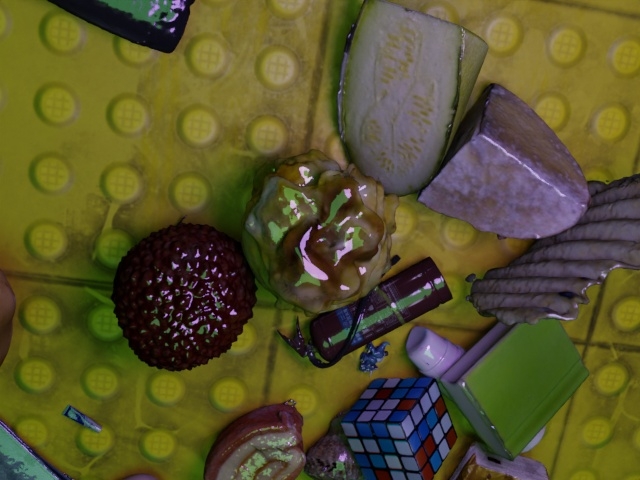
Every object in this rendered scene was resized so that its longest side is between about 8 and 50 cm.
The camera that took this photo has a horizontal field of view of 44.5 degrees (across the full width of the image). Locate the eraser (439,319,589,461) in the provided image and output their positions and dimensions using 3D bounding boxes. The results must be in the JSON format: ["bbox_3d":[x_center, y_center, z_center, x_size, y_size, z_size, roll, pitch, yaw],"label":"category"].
[{"bbox_3d":[0.391,0.274,1.551,0.274,0.092,0.210,-40,102,-27],"label":"eraser"}]

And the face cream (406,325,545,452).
[{"bbox_3d":[0.316,0.305,1.614,0.345,0.102,0.102,39,98,-16],"label":"face cream"}]

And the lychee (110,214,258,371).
[{"bbox_3d":[-0.245,0.092,1.422,0.264,0.300,0.264,-4,146,-3],"label":"lychee"}]

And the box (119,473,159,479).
[{"bbox_3d":[-0.400,0.570,1.613,0.200,0.088,0.146,-33,105,4],"label":"box"}]

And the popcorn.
[{"bbox_3d":[0.004,-0.009,1.397,0.311,0.312,0.313,-2,106,-6],"label":"popcorn"}]

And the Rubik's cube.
[{"bbox_3d":[0.159,0.379,1.561,0.151,0.154,0.155,-8,111,37],"label":"Rubik's cube"}]

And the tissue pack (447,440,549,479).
[{"bbox_3d":[0.357,0.550,1.671,0.183,0.092,0.226,21,117,-8],"label":"tissue pack"}]

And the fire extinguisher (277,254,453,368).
[{"bbox_3d":[0.083,0.141,1.548,0.341,0.105,0.142,-28,67,2],"label":"fire extinguisher"}]

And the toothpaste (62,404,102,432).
[{"bbox_3d":[-0.482,0.364,1.585,0.083,0.015,0.024,36,91,-10],"label":"toothpaste"}]

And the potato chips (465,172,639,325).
[{"bbox_3d":[0.434,0.027,1.407,0.373,0.389,0.097,-38,100,-2],"label":"potato chips"}]

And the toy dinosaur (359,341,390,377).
[{"bbox_3d":[0.111,0.239,1.608,0.047,0.030,0.083,25,102,-14],"label":"toy dinosaur"}]

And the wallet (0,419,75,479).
[{"bbox_3d":[-0.676,0.496,1.581,0.251,0.054,0.290,-40,101,1],"label":"wallet"}]

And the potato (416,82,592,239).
[{"bbox_3d":[0.346,-0.119,1.443,0.264,0.189,0.211,35,130,2],"label":"potato"}]

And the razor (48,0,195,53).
[{"bbox_3d":[-0.368,-0.455,1.316,0.326,0.107,0.189,20,102,-11],"label":"razor"}]

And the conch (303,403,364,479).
[{"bbox_3d":[0.050,0.444,1.640,0.155,0.130,0.207,30,77,-46],"label":"conch"}]

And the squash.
[{"bbox_3d":[0.135,-0.234,1.386,0.233,0.210,0.309,27,99,23],"label":"squash"}]

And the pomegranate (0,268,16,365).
[{"bbox_3d":[-0.696,0.138,1.347,0.332,0.332,0.333,-2,106,-6],"label":"pomegranate"}]

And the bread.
[{"bbox_3d":[-0.124,0.440,1.592,0.190,0.123,0.244,35,98,-13],"label":"bread"}]
